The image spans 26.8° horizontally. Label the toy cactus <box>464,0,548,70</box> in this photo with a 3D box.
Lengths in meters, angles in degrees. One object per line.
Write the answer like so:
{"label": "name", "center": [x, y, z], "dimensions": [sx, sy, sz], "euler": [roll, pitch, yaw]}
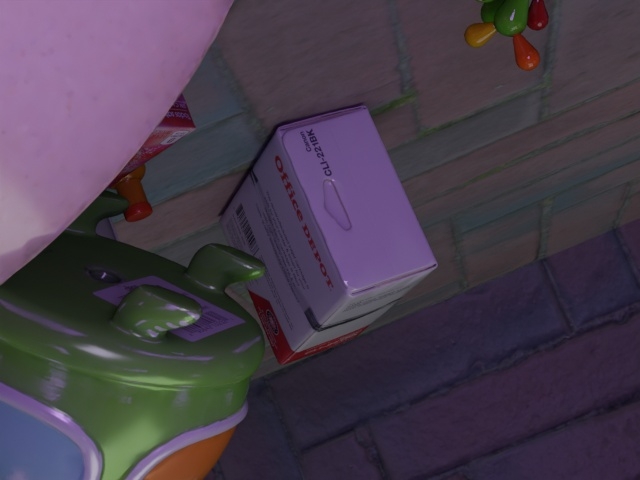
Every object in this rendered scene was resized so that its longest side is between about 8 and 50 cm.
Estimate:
{"label": "toy cactus", "center": [0.208, -0.240, 1.129], "dimensions": [0.180, 0.112, 0.219], "euler": [-29, 161, -17]}

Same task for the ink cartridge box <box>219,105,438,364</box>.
{"label": "ink cartridge box", "center": [0.000, 0.000, 1.496], "dimensions": [0.114, 0.197, 0.273], "euler": [-18, 167, -22]}

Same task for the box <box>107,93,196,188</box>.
{"label": "box", "center": [-0.225, -0.100, 0.889], "dimensions": [0.128, 0.123, 0.257], "euler": [-30, 165, 33]}

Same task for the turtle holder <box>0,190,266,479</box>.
{"label": "turtle holder", "center": [-0.212, 0.091, 0.996], "dimensions": [0.320, 0.227, 0.243], "euler": [16, -165, -10]}

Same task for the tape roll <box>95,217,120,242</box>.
{"label": "tape roll", "center": [-0.306, 0.068, 1.331], "dimensions": [0.246, 0.169, 0.246], "euler": [-22, 167, -5]}

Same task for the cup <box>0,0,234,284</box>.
{"label": "cup", "center": [-0.212, -0.149, 0.408], "dimensions": [0.331, 0.331, 0.237], "euler": [-25, 141, 12]}

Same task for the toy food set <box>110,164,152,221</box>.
{"label": "toy food set", "center": [-0.261, -0.040, 1.108], "dimensions": [0.232, 0.105, 0.111], "euler": [-11, 163, -40]}
